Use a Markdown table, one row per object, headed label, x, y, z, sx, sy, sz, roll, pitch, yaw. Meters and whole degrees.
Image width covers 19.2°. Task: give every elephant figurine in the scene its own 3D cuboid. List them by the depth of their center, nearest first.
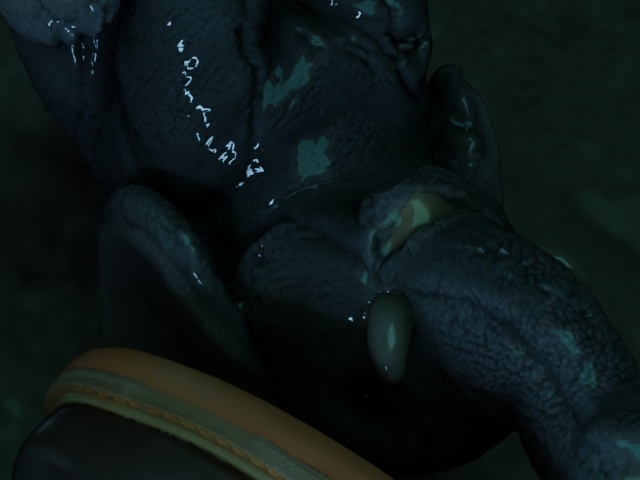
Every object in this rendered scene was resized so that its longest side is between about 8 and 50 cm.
| label | x | y | z | sx | sy | sz | roll | pitch | yaw |
| --- | --- | --- | --- | --- | --- | --- | --- | --- | --- |
| elephant figurine | 0.000 | 0.000 | 0.549 | 0.169 | 0.186 | 0.239 | -23 | 84 | 13 |

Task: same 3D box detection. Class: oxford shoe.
| label | x | y | z | sx | sy | sz | roll | pitch | yaw |
| --- | --- | --- | --- | --- | --- | --- | --- | --- | --- |
| oxford shoe | 0.023 | 0.173 | 0.426 | 0.133 | 0.130 | 0.363 | -32 | 64 | -24 |
